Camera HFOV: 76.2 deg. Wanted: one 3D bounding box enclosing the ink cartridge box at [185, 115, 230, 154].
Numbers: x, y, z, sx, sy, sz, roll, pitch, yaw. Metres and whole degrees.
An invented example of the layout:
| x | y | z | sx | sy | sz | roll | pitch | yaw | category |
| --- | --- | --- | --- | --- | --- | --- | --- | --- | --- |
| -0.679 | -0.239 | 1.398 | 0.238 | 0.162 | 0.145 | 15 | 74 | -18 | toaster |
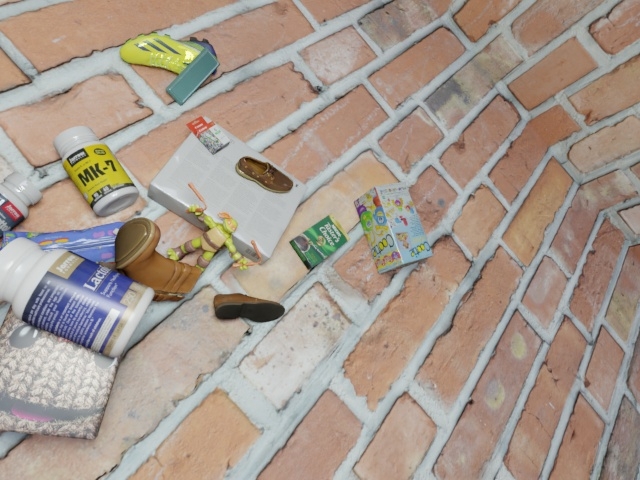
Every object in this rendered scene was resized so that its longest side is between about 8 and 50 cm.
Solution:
| x | y | z | sx | sy | sz | roll | pitch | yaw | category |
| --- | --- | --- | --- | --- | --- | --- | --- | --- | --- |
| -0.320 | -0.307 | 1.164 | 0.115 | 0.029 | 0.063 | 48 | 57 | -4 | ink cartridge box |

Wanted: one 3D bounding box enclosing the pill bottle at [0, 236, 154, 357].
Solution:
| x | y | z | sx | sy | sz | roll | pitch | yaw | category |
| --- | --- | --- | --- | --- | --- | --- | --- | --- | --- |
| -0.481 | 0.109 | 0.794 | 0.265 | 0.153 | 0.153 | 29 | 61 | -17 | pill bottle |

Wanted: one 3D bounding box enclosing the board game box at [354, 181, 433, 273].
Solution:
| x | y | z | sx | sy | sz | roll | pitch | yaw | category |
| --- | --- | --- | --- | --- | --- | --- | --- | --- | --- |
| 0.247 | -0.043 | 1.412 | 0.145 | 0.142 | 0.275 | -12 | 78 | -31 | board game box |

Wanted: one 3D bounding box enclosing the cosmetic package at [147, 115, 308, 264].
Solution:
| x | y | z | sx | sy | sz | roll | pitch | yaw | category |
| --- | --- | --- | --- | --- | --- | --- | --- | --- | --- |
| -0.259 | -0.146 | 1.207 | 0.377 | 0.097 | 0.284 | 34 | 61 | -13 | cosmetic package |

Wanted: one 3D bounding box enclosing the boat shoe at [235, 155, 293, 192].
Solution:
| x | y | z | sx | sy | sz | roll | pitch | yaw | category |
| --- | --- | --- | --- | --- | --- | --- | --- | --- | --- |
| -0.157 | -0.193 | 1.189 | 0.178 | 0.060 | 0.064 | 22 | 62 | -20 | boat shoe |

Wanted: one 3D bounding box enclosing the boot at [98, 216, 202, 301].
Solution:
| x | y | z | sx | sy | sz | roll | pitch | yaw | category |
| --- | --- | --- | --- | --- | --- | --- | --- | --- | --- |
| -0.374 | 0.064 | 0.951 | 0.220 | 0.283 | 0.109 | 18 | 39 | -41 | boot |

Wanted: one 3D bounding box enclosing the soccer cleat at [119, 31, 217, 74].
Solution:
| x | y | z | sx | sy | sz | roll | pitch | yaw | category |
| --- | --- | --- | --- | --- | --- | --- | --- | --- | --- |
| -0.456 | -0.560 | 1.256 | 0.289 | 0.093 | 0.121 | -14 | 86 | -31 | soccer cleat |

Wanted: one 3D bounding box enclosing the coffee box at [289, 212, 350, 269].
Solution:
| x | y | z | sx | sy | sz | roll | pitch | yaw | category |
| --- | --- | --- | --- | --- | --- | --- | --- | --- | --- |
| 0.000 | 0.000 | 1.324 | 0.184 | 0.040 | 0.113 | -34 | 90 | -33 | coffee box |

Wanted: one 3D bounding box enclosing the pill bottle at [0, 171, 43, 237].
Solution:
| x | y | z | sx | sy | sz | roll | pitch | yaw | category |
| --- | --- | --- | --- | --- | --- | --- | --- | --- | --- |
| -0.735 | -0.069 | 0.919 | 0.108 | 0.108 | 0.180 | 41 | 59 | -9 | pill bottle |

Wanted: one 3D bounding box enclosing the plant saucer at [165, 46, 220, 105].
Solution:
| x | y | z | sx | sy | sz | roll | pitch | yaw | category |
| --- | --- | --- | --- | --- | --- | --- | --- | --- | --- |
| -0.390 | -0.508 | 1.263 | 0.192 | 0.018 | 0.067 | -53 | 131 | -13 | plant saucer |

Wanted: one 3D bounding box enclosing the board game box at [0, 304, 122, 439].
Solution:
| x | y | z | sx | sy | sz | roll | pitch | yaw | category |
| --- | --- | --- | --- | --- | --- | --- | --- | --- | --- |
| -0.556 | 0.253 | 0.878 | 0.232 | 0.141 | 0.290 | 17 | 65 | -22 | board game box |

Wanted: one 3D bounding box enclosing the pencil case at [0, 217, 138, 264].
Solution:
| x | y | z | sx | sy | sz | roll | pitch | yaw | category |
| --- | --- | --- | --- | --- | --- | --- | --- | --- | --- |
| -0.568 | 0.020 | 0.962 | 0.306 | 0.133 | 0.119 | -9 | 80 | -29 | pencil case |

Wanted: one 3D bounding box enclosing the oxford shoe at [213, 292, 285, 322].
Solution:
| x | y | z | sx | sy | sz | roll | pitch | yaw | category |
| --- | --- | --- | --- | --- | --- | --- | --- | --- | --- |
| -0.196 | 0.178 | 1.144 | 0.212 | 0.076 | 0.076 | 14 | 26 | -34 | oxford shoe |

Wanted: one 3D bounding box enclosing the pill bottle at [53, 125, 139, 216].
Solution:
| x | y | z | sx | sy | sz | roll | pitch | yaw | category |
| --- | --- | --- | --- | --- | --- | --- | --- | --- | --- |
| -0.572 | -0.177 | 1.039 | 0.119 | 0.119 | 0.208 | -35 | 90 | -33 | pill bottle |

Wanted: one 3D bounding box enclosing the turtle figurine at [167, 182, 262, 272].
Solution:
| x | y | z | sx | sy | sz | roll | pitch | yaw | category |
| --- | --- | --- | --- | --- | --- | --- | --- | --- | --- |
| -0.298 | -0.007 | 1.076 | 0.269 | 0.217 | 0.087 | 49 | 17 | -16 | turtle figurine |
